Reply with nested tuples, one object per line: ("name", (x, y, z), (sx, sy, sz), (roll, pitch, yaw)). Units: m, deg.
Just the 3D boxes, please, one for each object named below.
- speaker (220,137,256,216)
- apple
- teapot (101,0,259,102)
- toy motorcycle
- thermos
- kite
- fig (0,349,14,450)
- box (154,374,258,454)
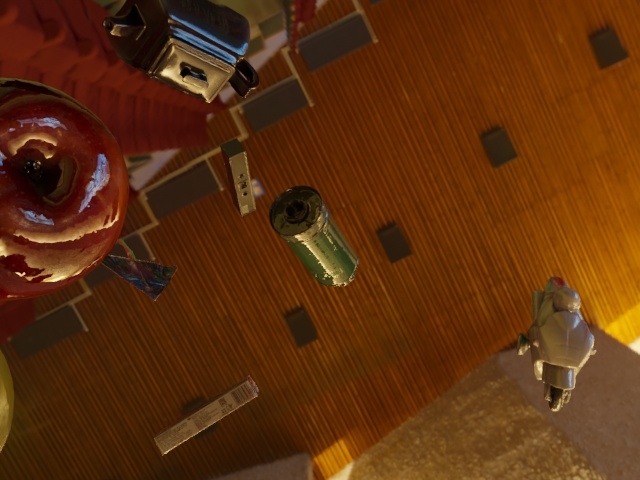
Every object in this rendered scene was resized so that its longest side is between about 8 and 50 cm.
("speaker", (-0.174, -0.131, 1.417), (0.040, 0.046, 0.191), (-26, 147, -16))
("apple", (-0.303, -0.049, 0.655), (0.201, 0.218, 0.218), (-27, -175, 46))
("teapot", (-0.130, -0.184, 0.645), (0.177, 0.096, 0.087), (18, 129, -41))
("toy motorcycle", (0.400, 0.151, 1.107), (0.110, 0.171, 0.260), (9, -147, 11))
("thermos", (-0.002, 0.004, 0.895), (0.073, 0.188, 0.083), (-36, -127, -1))
("kite", (-0.317, 0.050, 1.146), (0.190, 0.159, 0.010), (17, 120, -48))
("fig", (-0.472, 0.161, 0.722), (0.239, 0.271, 0.239), (-11, 179, 0))
("box", (-0.224, 0.343, 1.307), (0.218, 0.040, 0.055), (-32, -178, -1))
